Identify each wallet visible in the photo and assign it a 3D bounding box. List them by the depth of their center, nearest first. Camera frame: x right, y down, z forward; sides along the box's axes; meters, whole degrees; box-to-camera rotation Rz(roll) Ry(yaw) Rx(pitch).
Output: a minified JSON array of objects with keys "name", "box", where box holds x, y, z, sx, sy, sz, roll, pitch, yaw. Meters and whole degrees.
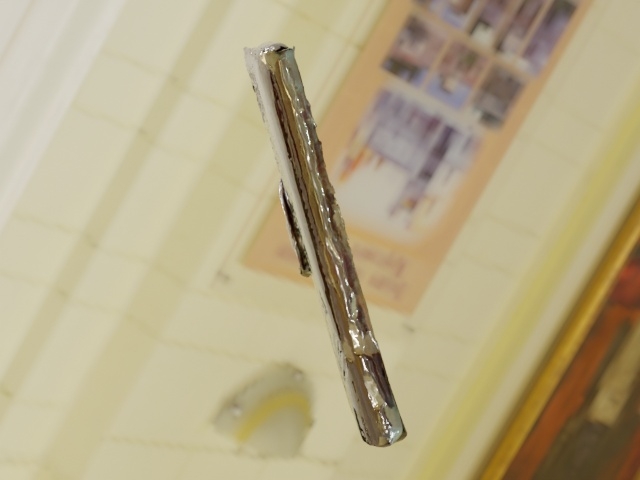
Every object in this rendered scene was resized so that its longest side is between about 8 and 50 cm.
[{"name":"wallet","box":[0.000,0.000,0.943,0.122,0.031,0.232,-130,22,-80]}]
